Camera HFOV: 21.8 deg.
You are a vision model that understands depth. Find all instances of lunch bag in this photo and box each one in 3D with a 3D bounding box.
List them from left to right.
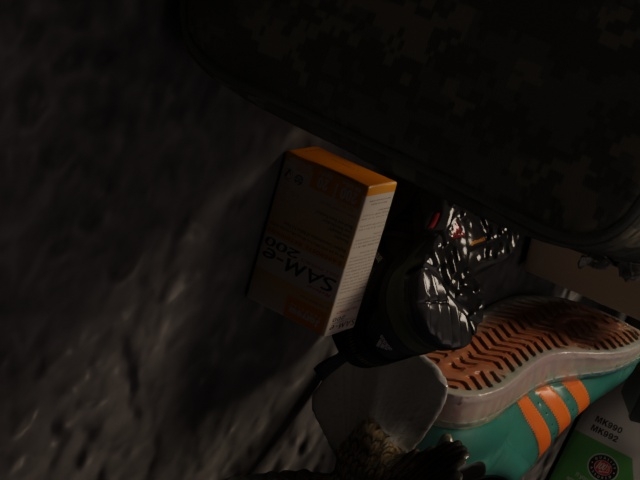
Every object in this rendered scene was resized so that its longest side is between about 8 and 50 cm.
[{"bbox_3d":[0.122,-0.112,0.863,0.256,0.305,0.213,9,106,-60],"label":"lunch bag"}]

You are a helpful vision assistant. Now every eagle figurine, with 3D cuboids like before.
[{"bbox_3d":[0.024,0.215,1.052,0.226,0.225,0.298,-62,162,20],"label":"eagle figurine"}]

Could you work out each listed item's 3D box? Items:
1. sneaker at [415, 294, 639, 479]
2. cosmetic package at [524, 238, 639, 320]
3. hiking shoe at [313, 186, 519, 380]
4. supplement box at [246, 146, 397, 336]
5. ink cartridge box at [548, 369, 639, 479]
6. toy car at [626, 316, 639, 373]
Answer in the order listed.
[{"bbox_3d":[0.151,0.127,1.337,0.302,0.108,0.121,-12,124,-47],"label":"sneaker"},{"bbox_3d":[0.278,-0.102,1.327,0.153,0.129,0.296,-31,138,-48],"label":"cosmetic package"},{"bbox_3d":[0.058,0.009,1.109,0.086,0.114,0.227,60,28,-15],"label":"hiking shoe"},{"bbox_3d":[0.000,0.000,1.006,0.036,0.062,0.098,-13,124,-57],"label":"supplement box"},{"bbox_3d":[0.389,0.171,1.663,0.289,0.211,0.121,-64,151,-3],"label":"ink cartridge box"},{"bbox_3d":[0.328,0.092,1.574,0.149,0.155,0.188,-21,143,-53],"label":"toy car"}]
